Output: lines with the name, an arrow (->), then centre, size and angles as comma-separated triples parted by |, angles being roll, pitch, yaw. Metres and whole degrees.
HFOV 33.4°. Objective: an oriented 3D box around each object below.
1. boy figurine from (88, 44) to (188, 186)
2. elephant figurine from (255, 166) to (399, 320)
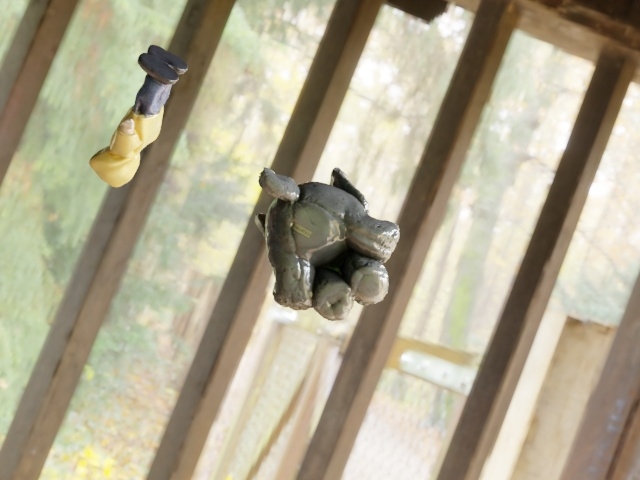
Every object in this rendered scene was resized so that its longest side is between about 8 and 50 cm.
boy figurine -> -0.343, -0.225, 1.997 | 0.092, 0.285, 0.177 | 32, 33, -6
elephant figurine -> 0.000, 0.000, 1.292 | 0.169, 0.186, 0.239 | 7, 11, -4
